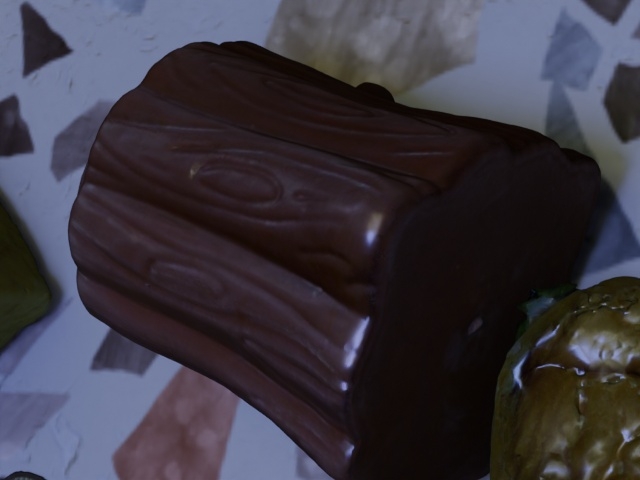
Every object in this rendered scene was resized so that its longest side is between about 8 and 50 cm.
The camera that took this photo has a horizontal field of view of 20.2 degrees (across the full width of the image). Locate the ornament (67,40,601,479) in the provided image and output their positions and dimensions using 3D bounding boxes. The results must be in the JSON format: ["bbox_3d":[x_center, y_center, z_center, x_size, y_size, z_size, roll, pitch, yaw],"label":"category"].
[{"bbox_3d":[0.000,0.000,0.957,0.217,0.235,0.221,25,69,33],"label":"ornament"}]

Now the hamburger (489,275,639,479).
[{"bbox_3d":[0.170,0.119,0.867,0.183,0.130,0.206,4,89,17],"label":"hamburger"}]

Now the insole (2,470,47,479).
[{"bbox_3d":[-0.197,0.271,1.120,0.086,0.005,0.253,4,83,30],"label":"insole"}]

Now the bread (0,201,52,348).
[{"bbox_3d":[-0.373,0.018,1.059,0.233,0.361,0.245,-44,67,16],"label":"bread"}]
